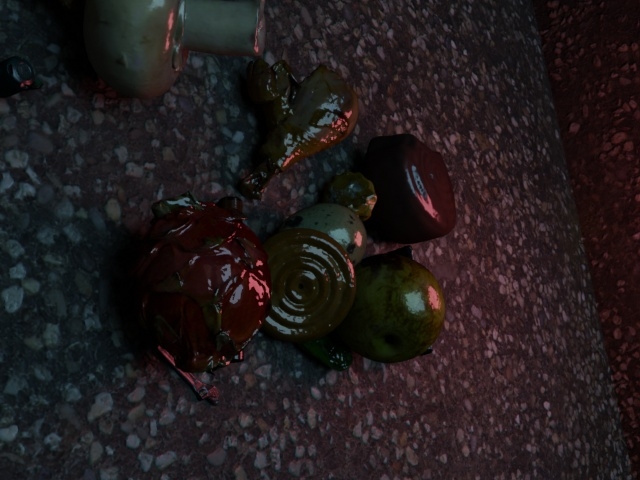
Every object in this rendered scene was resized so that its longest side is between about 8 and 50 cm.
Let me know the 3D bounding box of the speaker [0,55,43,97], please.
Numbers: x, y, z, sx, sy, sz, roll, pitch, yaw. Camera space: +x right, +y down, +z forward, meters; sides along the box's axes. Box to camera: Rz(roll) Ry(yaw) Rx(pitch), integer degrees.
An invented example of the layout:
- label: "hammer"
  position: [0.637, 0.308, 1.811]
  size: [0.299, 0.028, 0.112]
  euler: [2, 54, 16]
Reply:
- label: "speaker"
  position: [-0.532, -0.278, 1.514]
  size: [0.094, 0.075, 0.060]
  euler: [34, 51, -50]

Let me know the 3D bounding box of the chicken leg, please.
- label: "chicken leg"
  position: [-0.092, -0.279, 2.022]
  size: [0.295, 0.182, 0.409]
  euler: [46, 61, -18]

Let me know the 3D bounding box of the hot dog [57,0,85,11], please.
- label: "hot dog"
  position: [-0.501, -0.605, 1.615]
  size: [0.158, 0.117, 0.348]
  euler: [132, -48, -83]

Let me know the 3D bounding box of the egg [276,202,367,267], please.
- label: "egg"
  position: [0.000, 0.000, 1.998]
  size: [0.228, 0.177, 0.177]
  euler: [2, 75, -31]

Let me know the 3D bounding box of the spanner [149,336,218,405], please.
- label: "spanner"
  position: [-0.268, 0.259, 1.708]
  size: [0.208, 0.012, 0.046]
  euler: [51, 43, -26]

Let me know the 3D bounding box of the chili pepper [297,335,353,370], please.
- label: "chili pepper"
  position: [-0.015, 0.213, 1.992]
  size: [0.257, 0.074, 0.100]
  euler: [55, 51, -31]

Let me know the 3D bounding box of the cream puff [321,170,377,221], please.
- label: "cream puff"
  position: [0.072, -0.092, 2.171]
  size: [0.116, 0.146, 0.146]
  euler: [92, 15, -52]

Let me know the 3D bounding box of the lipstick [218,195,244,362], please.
- label: "lipstick"
  position: [-0.190, 0.080, 1.829]
  size: [0.057, 0.057, 0.356]
  euler: [18, 64, -47]

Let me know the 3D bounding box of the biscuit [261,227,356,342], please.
- label: "biscuit"
  position: [-0.043, 0.102, 1.895]
  size: [0.262, 0.037, 0.261]
  euler: [-2, 98, -15]

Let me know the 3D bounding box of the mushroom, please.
- label: "mushroom"
  position: [-0.276, -0.424, 1.648]
  size: [0.314, 0.336, 0.314]
  euler: [4, 90, -89]

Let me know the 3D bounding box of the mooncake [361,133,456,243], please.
- label: "mooncake"
  position: [0.250, -0.144, 2.324]
  size: [0.326, 0.174, 0.333]
  euler: [55, 36, -32]

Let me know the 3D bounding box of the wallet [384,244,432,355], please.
- label: "wallet"
  position: [0.216, 0.161, 2.235]
  size: [0.030, 0.146, 0.285]
  euler: [-4, 80, -33]

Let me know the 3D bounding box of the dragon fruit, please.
- label: "dragon fruit"
  position: [-0.223, 0.078, 1.621]
  size: [0.277, 0.277, 0.342]
  euler: [-14, 87, -52]

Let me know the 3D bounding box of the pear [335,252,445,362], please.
- label: "pear"
  position: [0.162, 0.155, 2.065]
  size: [0.284, 0.284, 0.283]
  euler: [21, 63, -46]
